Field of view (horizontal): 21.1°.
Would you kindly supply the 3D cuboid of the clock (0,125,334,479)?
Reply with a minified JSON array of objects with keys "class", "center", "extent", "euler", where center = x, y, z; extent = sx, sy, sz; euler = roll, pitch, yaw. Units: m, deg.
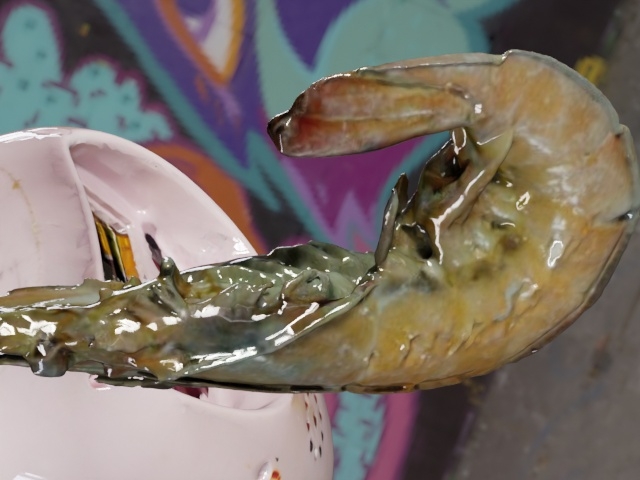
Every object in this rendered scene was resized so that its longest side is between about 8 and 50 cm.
[{"class":"clock","center":[-0.135,0.106,1.147],"extent":[0.250,0.376,0.368],"euler":[-33,51,17]}]

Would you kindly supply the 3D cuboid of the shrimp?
[{"class":"shrimp","center":[-0.001,-0.001,0.594],"extent":[0.052,0.251,0.144],"euler":[-126,35,-46]}]
